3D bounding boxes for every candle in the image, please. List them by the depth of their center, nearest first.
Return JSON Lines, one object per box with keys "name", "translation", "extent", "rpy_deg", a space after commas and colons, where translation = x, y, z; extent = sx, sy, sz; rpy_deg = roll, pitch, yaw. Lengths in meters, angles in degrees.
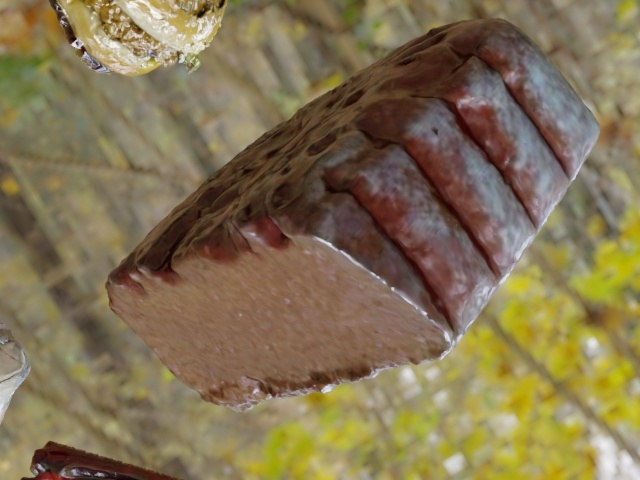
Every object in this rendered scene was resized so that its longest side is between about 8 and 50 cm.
{"name": "candle", "translation": [-0.142, 0.259, 1.940], "extent": [0.301, 0.084, 0.059], "rpy_deg": [11, 171, -8]}

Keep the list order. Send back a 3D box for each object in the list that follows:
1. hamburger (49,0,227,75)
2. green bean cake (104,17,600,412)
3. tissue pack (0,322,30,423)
{"name": "hamburger", "translation": [-0.161, -0.247, 1.777], "extent": [0.118, 0.182, 0.191], "rpy_deg": [-22, -143, 24]}
{"name": "green bean cake", "translation": [0.000, 0.000, 0.895], "extent": [0.232, 0.097, 0.198], "rpy_deg": [-28, -166, 48]}
{"name": "tissue pack", "translation": [-0.378, 0.143, 1.553], "extent": [0.256, 0.123, 0.215], "rpy_deg": [-10, 146, -31]}
